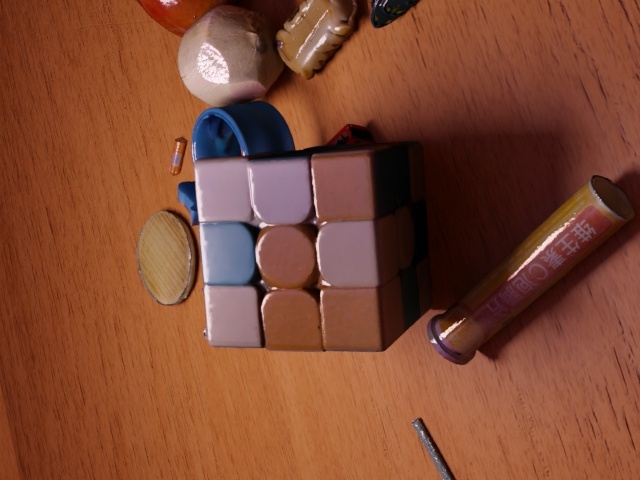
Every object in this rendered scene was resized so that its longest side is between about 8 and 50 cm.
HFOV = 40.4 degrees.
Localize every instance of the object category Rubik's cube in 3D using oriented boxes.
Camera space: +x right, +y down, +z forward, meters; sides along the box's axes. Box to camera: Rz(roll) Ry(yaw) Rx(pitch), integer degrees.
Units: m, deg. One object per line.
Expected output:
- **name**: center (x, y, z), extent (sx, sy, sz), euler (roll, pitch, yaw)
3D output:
- **Rubik's cube**: center (0.000, 0.000, 1.613), extent (0.345, 0.346, 0.346), euler (-1, 99, 20)

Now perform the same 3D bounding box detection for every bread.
- **bread**: center (-0.003, -0.448, 1.843), extent (0.225, 0.081, 0.134), euler (-41, 70, 39)
- **bread**: center (-0.413, 0.047, 2.352), extent (0.267, 0.041, 0.266), euler (6, 98, 47)

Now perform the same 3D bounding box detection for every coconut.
- **coconut**: center (-0.192, -0.412, 1.943), extent (0.230, 0.227, 0.227), euler (-12, 86, 47)

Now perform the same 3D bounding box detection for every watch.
- **watch**: center (-0.158, -0.150, 1.897), extent (0.305, 0.242, 0.274), euler (35, 127, 39)

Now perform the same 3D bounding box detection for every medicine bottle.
- **medicine bottle**: center (0.352, 0.057, 1.507), extent (0.426, 0.108, 0.108), euler (-50, 59, 36)

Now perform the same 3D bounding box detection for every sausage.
- **sausage**: center (-0.380, -0.217, 2.297), extent (0.031, 0.031, 0.107), euler (36, 119, 38)

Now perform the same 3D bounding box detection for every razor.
- **razor**: center (0.238, 0.448, 1.724), extent (0.084, 0.036, 0.211), euler (-36, 60, 17)

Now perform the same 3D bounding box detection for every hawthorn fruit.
- **hawthorn fruit**: center (-0.347, -0.607, 2.026), extent (0.254, 0.300, 0.254), euler (-7, 82, 57)

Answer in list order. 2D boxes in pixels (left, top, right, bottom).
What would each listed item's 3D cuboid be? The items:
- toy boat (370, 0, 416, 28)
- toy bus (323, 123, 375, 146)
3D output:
- **toy boat**: center (0.169, -0.498, 1.648), extent (0.246, 0.093, 0.103), euler (-51, 51, 36)
- **toy bus**: center (0.035, -0.156, 1.837), extent (0.195, 0.081, 0.089), euler (-42, 55, 40)
